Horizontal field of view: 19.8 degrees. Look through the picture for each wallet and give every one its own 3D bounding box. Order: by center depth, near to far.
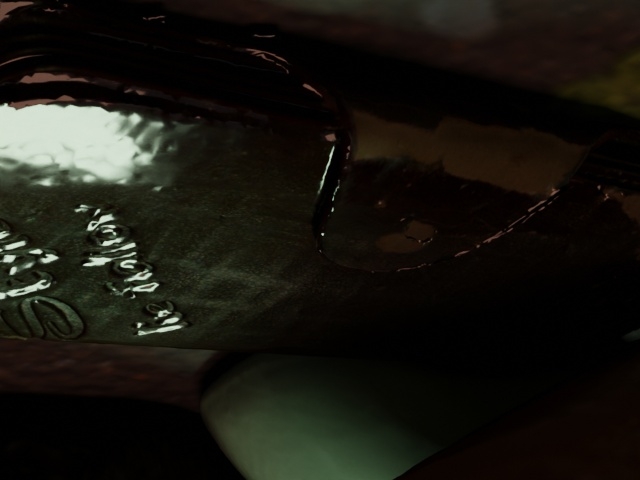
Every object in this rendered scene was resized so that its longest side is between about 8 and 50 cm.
[{"bbox_3d":[0.000,0.000,0.455,0.232,0.031,0.122,9,150,-31],"label":"wallet"}]

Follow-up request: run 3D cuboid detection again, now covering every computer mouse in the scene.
[{"bbox_3d":[0.047,0.073,0.597,0.181,0.056,0.089,10,154,-33],"label":"computer mouse"}]

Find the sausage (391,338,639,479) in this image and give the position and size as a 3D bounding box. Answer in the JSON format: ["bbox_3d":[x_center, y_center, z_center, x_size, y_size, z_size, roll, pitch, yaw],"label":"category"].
[{"bbox_3d":[0.107,0.100,0.504,0.279,0.152,0.152,-27,160,-19],"label":"sausage"}]

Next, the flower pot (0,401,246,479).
[{"bbox_3d":[-0.114,0.222,0.617,0.266,0.267,0.266,-5,154,-3],"label":"flower pot"}]
